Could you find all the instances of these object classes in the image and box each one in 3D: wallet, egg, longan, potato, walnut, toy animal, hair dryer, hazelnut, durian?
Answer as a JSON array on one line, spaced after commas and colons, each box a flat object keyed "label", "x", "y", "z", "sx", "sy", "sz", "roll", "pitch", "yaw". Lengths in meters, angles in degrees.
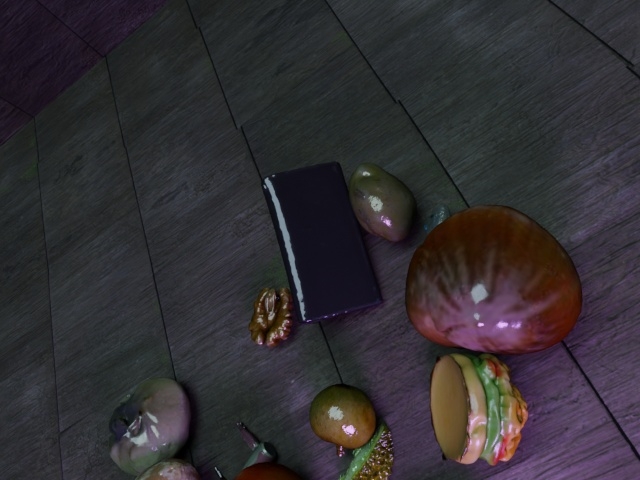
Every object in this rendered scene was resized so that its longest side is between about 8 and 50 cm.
[{"label": "wallet", "x": 0.000, "y": 0.000, "z": 1.366, "sx": 0.228, "sy": 0.062, "sz": 0.406, "roll": -13, "pitch": 78, "yaw": -11}, {"label": "egg", "x": -0.398, "y": 0.675, "z": 1.320, "sx": 0.203, "sy": 0.203, "sz": 0.245, "roll": 33, "pitch": 96, "yaw": 36}, {"label": "longan", "x": 0.050, "y": 0.423, "z": 1.213, "sx": 0.154, "sy": 0.145, "sz": 0.176, "roll": 14, "pitch": 95, "yaw": 59}, {"label": "potato", "x": 0.160, "y": -0.103, "z": 1.353, "sx": 0.160, "sy": 0.178, "sz": 0.235, "roll": -32, "pitch": 67, "yaw": -2}, {"label": "walnut", "x": -0.130, "y": 0.215, "z": 1.451, "sx": 0.142, "sy": 0.069, "sz": 0.170, "roll": -2, "pitch": 67, "yaw": 31}, {"label": "toy animal", "x": 0.294, "y": 0.035, "z": 1.300, "sx": 0.079, "sy": 0.070, "sz": 0.253, "roll": -179, "pitch": 101, "yaw": -67}, {"label": "hair dryer", "x": -0.185, "y": 0.541, "z": 1.360, "sx": 0.106, "sy": 0.054, "sz": 0.154, "roll": -47, "pitch": 44, "yaw": 9}, {"label": "hazelnut", "x": 0.346, "y": 0.093, "z": 1.078, "sx": 0.372, "sy": 0.372, "sz": 0.315, "roll": -16, "pitch": 100, "yaw": 23}, {"label": "durian", "x": 0.104, "y": 0.526, "z": 1.190, "sx": 0.215, "sy": 0.086, "sz": 0.100, "roll": -54, "pitch": 20, "yaw": -5}]

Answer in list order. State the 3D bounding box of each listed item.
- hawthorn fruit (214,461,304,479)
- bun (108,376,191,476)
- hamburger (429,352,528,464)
[{"label": "hawthorn fruit", "x": -0.145, "y": 0.612, "z": 1.165, "sx": 0.300, "sy": 0.254, "sz": 0.254, "roll": 37, "pitch": 90, "yaw": 24}, {"label": "bun", "x": -0.491, "y": 0.524, "z": 1.465, "sx": 0.272, "sy": 0.168, "sz": 0.273, "roll": -16, "pitch": 54, "yaw": 24}, {"label": "hamburger", "x": 0.327, "y": 0.336, "z": 1.057, "sx": 0.148, "sy": 0.237, "sz": 0.237, "roll": 2, "pitch": 65, "yaw": -7}]
